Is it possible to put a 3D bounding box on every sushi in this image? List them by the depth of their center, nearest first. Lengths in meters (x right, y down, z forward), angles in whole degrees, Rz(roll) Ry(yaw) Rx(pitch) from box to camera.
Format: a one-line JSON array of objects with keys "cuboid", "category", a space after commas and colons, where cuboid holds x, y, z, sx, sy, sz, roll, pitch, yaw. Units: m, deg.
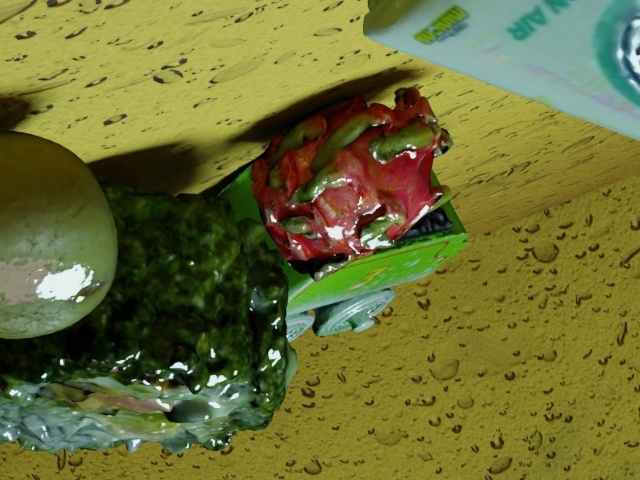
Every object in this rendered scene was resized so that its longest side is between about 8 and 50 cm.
[{"cuboid": [-0.172, 0.087, 1.520, 0.294, 0.178, 0.352, 5, 160, -15], "category": "sushi"}]

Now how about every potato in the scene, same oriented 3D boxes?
[{"cuboid": [-0.241, 0.000, 1.144, 0.194, 0.157, 0.157, -12, 168, -41], "category": "potato"}]

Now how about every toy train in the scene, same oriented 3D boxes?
[{"cuboid": [0.000, 0.000, 1.766, 0.307, 0.173, 0.249, -13, 160, -45], "category": "toy train"}]

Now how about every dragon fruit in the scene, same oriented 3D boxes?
[{"cuboid": [0.036, -0.054, 1.513, 0.172, 0.160, 0.166, -24, 149, 19], "category": "dragon fruit"}]

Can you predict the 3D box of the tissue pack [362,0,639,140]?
[{"cuboid": [0.255, -0.146, 0.850, 0.388, 0.162, 0.287, 18, 157, -19], "category": "tissue pack"}]
